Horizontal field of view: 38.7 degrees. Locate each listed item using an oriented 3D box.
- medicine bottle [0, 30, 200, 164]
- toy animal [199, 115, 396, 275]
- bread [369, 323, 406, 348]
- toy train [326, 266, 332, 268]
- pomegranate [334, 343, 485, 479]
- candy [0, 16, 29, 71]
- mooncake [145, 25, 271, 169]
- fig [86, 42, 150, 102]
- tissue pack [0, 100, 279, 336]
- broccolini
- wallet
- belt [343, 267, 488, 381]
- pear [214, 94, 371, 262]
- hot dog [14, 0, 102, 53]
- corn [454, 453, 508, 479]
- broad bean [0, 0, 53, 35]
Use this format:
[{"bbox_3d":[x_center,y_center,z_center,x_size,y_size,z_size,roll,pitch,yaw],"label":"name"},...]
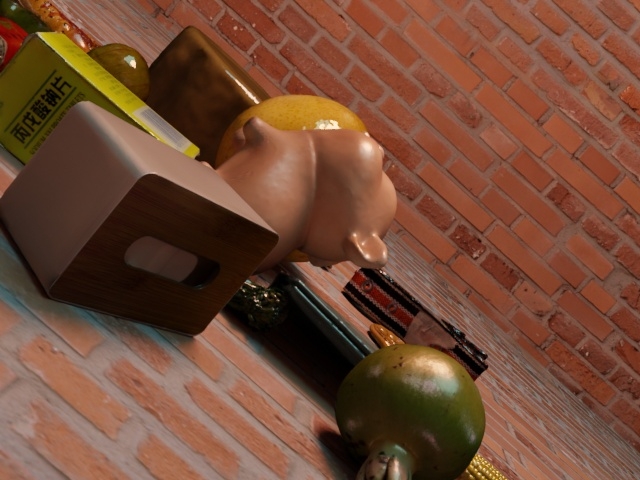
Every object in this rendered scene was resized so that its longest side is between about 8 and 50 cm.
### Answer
[{"bbox_3d":[-0.291,-0.137,1.155,0.250,0.137,0.141,41,10,-8],"label":"medicine bottle"},{"bbox_3d":[-0.042,-0.053,1.317,0.269,0.326,0.237,55,-18,-11],"label":"toy animal"},{"bbox_3d":[0.136,0.199,1.735,0.110,0.024,0.110,40,10,-8],"label":"bread"},{"bbox_3d":[0.000,0.000,1.984,0.081,0.060,0.202,33,11,-13],"label":"toy train"},{"bbox_3d":[0.112,0.223,1.078,0.179,0.179,0.210,37,19,-28],"label":"pomegranate"},{"bbox_3d":[-0.473,-0.287,1.332,0.086,0.059,0.292,45,10,-4],"label":"candy"},{"bbox_3d":[-0.207,-0.253,1.893,0.378,0.201,0.378,45,8,-8],"label":"mooncake"},{"bbox_3d":[-0.395,-0.271,1.534,0.236,0.124,0.124,-11,49,-48],"label":"fig"},{"bbox_3d":[-0.189,-0.017,0.974,0.136,0.159,0.246,46,11,32],"label":"tissue pack"},{"bbox_3d":[-0.137,0.061,1.218,0.203,0.068,0.091,26,-1,-3],"label":"broccolini"},{"bbox_3d":[0.029,0.142,1.328,0.251,0.054,0.290,43,-3,-4],"label":"wallet"},{"bbox_3d":[0.203,0.178,1.899,0.359,0.094,0.126,38,11,-18],"label":"belt"},{"bbox_3d":[-0.039,-0.108,1.595,0.314,0.314,0.314,41,9,-8],"label":"pear"},{"bbox_3d":[-0.498,-0.401,1.709,0.253,0.069,0.131,43,10,13],"label":"hot dog"},{"bbox_3d":[0.260,0.381,1.310,0.206,0.067,0.067,44,9,-4],"label":"corn"},{"bbox_3d":[-0.535,-0.392,1.589,0.195,0.046,0.061,36,22,-6],"label":"broad bean"}]
